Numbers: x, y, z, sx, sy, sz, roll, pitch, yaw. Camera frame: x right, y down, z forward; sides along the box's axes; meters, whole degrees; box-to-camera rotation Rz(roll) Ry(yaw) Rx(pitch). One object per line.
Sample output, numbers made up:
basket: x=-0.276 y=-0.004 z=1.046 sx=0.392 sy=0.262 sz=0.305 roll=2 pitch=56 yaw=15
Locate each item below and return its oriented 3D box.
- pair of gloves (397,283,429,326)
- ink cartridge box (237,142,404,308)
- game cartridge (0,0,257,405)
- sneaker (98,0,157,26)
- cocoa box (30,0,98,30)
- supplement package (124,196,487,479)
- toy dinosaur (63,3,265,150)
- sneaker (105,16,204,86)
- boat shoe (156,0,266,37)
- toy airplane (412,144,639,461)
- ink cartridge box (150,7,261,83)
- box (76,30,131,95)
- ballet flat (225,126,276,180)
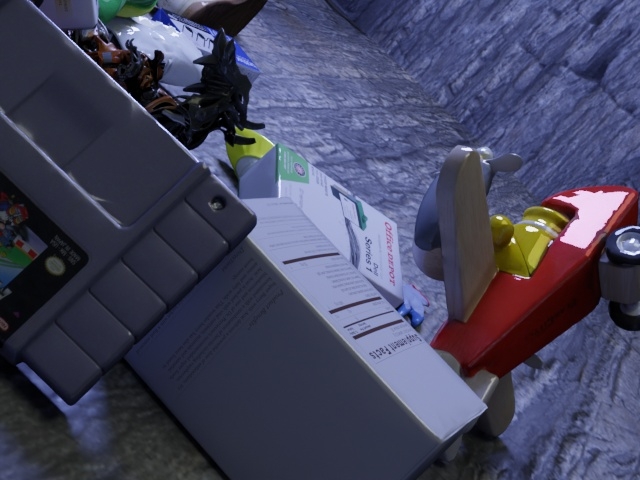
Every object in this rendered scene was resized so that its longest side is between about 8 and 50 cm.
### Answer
pair of gloves: x=0.087 y=0.050 z=1.802 sx=0.198 sy=0.023 sz=0.159 roll=46 pitch=16 yaw=10
ink cartridge box: x=0.000 y=0.000 z=1.563 sx=0.219 sy=0.092 sz=0.160 roll=32 pitch=34 yaw=-28
game cartridge: x=-0.256 y=-0.060 z=1.002 sx=0.355 sy=0.230 sz=0.068 roll=43 pitch=-23 yaw=4
sneaker: x=-0.274 y=-0.352 z=1.574 sx=0.109 sy=0.123 sz=0.295 roll=41 pitch=22 yaw=-3
cocoa box: x=-0.371 y=-0.418 z=1.285 sx=0.228 sy=0.347 sz=0.231 roll=-6 pitch=33 yaw=-6
supplement package: x=-0.021 y=0.122 z=1.130 sx=0.293 sy=0.177 sz=0.175 roll=47 pitch=17 yaw=13
toy dinosaur: x=-0.195 y=-0.135 z=1.410 sx=0.164 sy=0.218 sz=0.322 roll=28 pitch=-37 yaw=65
sneaker: x=-0.266 y=-0.270 z=1.718 sx=0.235 sy=0.090 sz=0.095 roll=24 pitch=34 yaw=-32
boat shoe: x=-0.197 y=-0.442 z=2.189 sx=0.110 sy=0.121 sz=0.341 roll=45 pitch=19 yaw=6
toy airplane: x=0.195 y=0.074 z=1.480 sx=0.384 sy=0.386 sz=0.272 roll=7 pitch=26 yaw=-45
ink cartridge box: x=-0.194 y=-0.322 z=2.034 sx=0.097 sy=0.046 sz=0.207 roll=51 pitch=19 yaw=24
box: x=-0.337 y=-0.259 z=1.544 sx=0.324 sy=0.067 sz=0.063 roll=50 pitch=18 yaw=20
ballet flat: x=-0.058 y=-0.067 z=1.692 sx=0.231 sy=0.077 sz=0.077 roll=45 pitch=40 yaw=1
